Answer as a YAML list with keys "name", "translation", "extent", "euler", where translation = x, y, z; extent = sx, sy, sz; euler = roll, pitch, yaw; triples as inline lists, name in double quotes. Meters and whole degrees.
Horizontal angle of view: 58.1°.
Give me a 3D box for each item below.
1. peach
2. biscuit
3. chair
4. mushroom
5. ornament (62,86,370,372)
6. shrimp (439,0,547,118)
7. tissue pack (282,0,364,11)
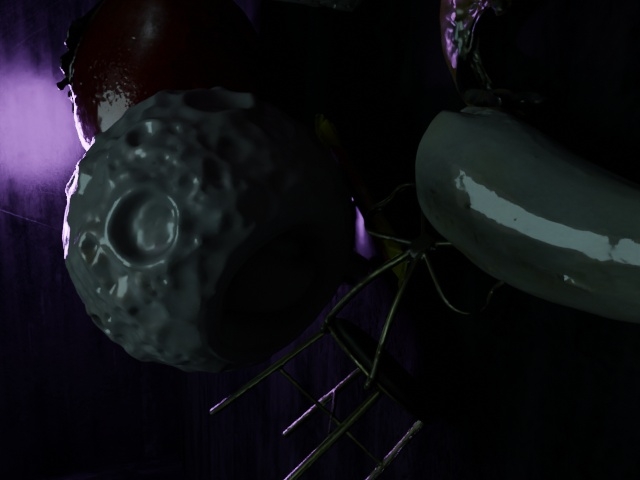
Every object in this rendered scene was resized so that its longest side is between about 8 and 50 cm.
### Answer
- name: "peach"
  translation: [-0.259, -0.281, 1.055]
  extent: [0.339, 0.353, 0.416]
  euler: [21, -132, -65]
- name: "biscuit"
  translation: [0.048, -0.062, 0.711]
  extent: [0.048, 0.026, 0.291]
  euler: [85, 165, -47]
- name: "chair"
  translation: [0.054, 0.127, 0.582]
  extent: [0.325, 0.170, 0.160]
  euler: [-47, 44, 6]
- name: "mushroom"
  translation: [0.162, -0.012, 0.346]
  extent: [0.270, 0.103, 0.117]
  euler: [29, 130, 52]
- name: "ornament"
  translation: [-0.134, -0.016, 0.692]
  extent: [0.337, 0.338, 0.336]
  euler: [176, 90, -69]
- name: "shrimp"
  translation: [0.143, -0.171, 0.418]
  extent: [0.219, 0.046, 0.152]
  euler: [153, 112, -71]
- name: "tissue pack"
  translation: [-0.054, -0.461, 0.667]
  extent: [0.198, 0.210, 0.369]
  euler: [125, 138, -49]
